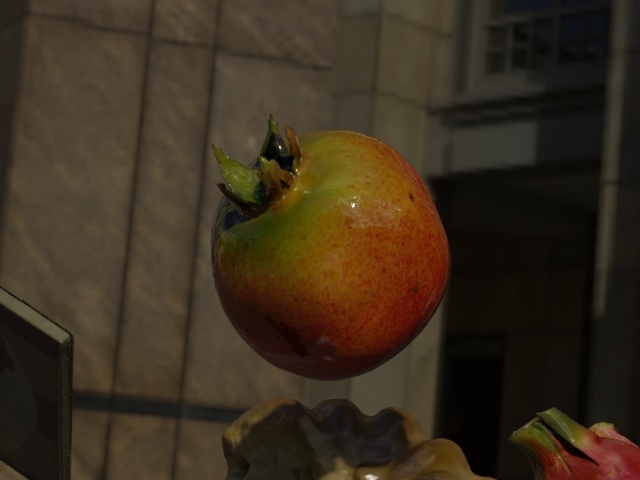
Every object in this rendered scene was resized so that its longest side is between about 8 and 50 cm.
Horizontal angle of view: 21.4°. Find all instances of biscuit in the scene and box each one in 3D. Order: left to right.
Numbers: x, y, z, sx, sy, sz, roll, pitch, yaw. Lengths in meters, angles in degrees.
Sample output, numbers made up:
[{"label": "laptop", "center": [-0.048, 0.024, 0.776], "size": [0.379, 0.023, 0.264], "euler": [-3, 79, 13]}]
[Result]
[{"label": "biscuit", "center": [0.029, 0.121, 0.710], "size": [0.118, 0.061, 0.183], "euler": [-16, 40, -21]}]

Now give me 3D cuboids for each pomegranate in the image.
[{"label": "pomegranate", "center": [0.000, 0.000, 1.495], "size": [0.221, 0.221, 0.257], "euler": [-2, -38, 39]}]

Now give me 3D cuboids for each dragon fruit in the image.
[{"label": "dragon fruit", "center": [0.145, 0.137, 0.882], "size": [0.086, 0.116, 0.081], "euler": [-26, -2, -13]}]

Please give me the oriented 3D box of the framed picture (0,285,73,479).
[{"label": "framed picture", "center": [-0.203, 0.040, 0.847], "size": [0.201, 0.010, 0.136], "euler": [32, -39, 18]}]
